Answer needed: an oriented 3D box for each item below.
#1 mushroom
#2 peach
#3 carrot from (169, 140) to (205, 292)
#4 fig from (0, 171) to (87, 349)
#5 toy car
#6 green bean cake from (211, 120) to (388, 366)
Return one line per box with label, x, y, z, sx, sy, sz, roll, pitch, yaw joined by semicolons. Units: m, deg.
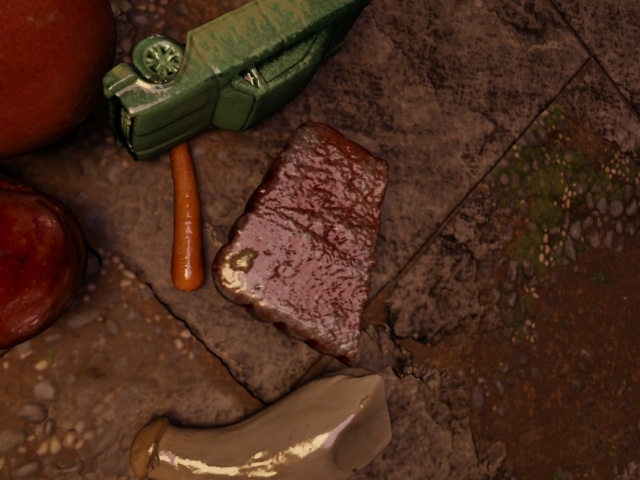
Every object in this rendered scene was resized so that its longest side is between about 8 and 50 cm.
mushroom;-0.057;0.221;0.492;0.270;0.103;0.118;-12;89;-13
peach;-0.305;-0.186;0.374;0.252;0.252;0.252;2;84;-18
carrot;-0.153;-0.036;0.522;0.037;0.037;0.190;-2;81;-18
fig;-0.310;0.043;0.406;0.175;0.175;0.207;20;93;-15
toy car;-0.072;-0.190;0.493;0.321;0.141;0.097;-38;94;-22
green bean cake;0.000;0.000;0.532;0.198;0.097;0.232;28;77;-12
